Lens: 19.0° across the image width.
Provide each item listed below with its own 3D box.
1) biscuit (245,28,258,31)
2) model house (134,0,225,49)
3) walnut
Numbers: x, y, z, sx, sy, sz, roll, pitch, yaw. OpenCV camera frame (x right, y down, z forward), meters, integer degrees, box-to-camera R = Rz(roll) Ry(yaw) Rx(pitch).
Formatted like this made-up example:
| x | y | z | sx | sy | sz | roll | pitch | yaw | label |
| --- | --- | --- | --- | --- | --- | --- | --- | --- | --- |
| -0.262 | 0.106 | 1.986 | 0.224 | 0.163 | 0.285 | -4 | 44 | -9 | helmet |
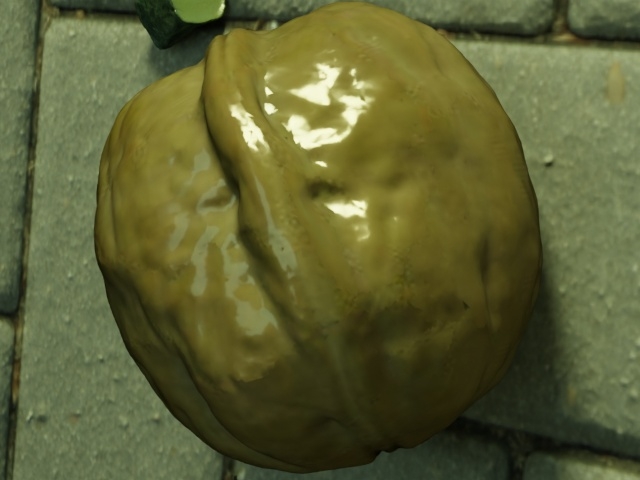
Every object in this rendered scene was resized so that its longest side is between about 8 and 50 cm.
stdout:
| x | y | z | sx | sy | sz | roll | pitch | yaw | label |
| --- | --- | --- | --- | --- | --- | --- | --- | --- | --- |
| -0.046 | -0.073 | 1.786 | 0.139 | 0.016 | 0.231 | 18 | 103 | 40 | biscuit |
| -0.140 | -0.234 | 1.851 | 0.083 | 0.066 | 0.078 | -28 | 82 | 58 | model house |
| 0.000 | 0.000 | 1.537 | 0.381 | 0.381 | 0.381 | 0 | 90 | 43 | walnut |
